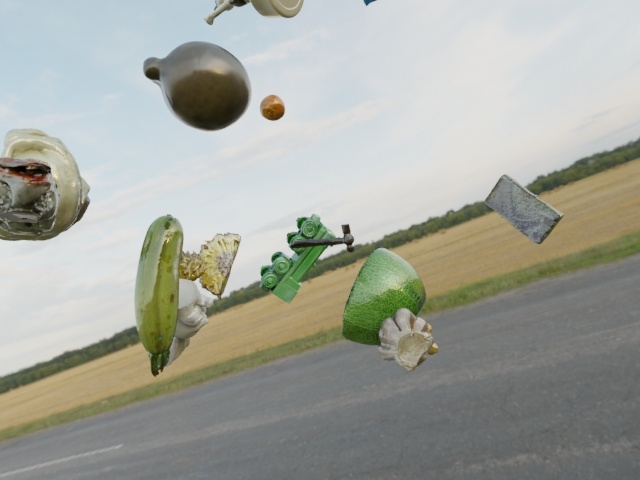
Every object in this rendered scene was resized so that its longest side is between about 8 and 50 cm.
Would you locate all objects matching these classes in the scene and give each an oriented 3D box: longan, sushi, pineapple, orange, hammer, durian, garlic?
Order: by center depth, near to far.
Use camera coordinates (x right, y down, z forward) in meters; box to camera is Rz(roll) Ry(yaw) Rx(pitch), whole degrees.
[{"bbox_3d":[-0.235,-0.296,0.875,0.204,0.159,0.184,12,-13,-32],"label":"longan"},{"bbox_3d":[-0.617,-0.086,0.949,0.124,0.130,0.332,9,-9,-26],"label":"sushi"},{"bbox_3d":[0.000,0.000,1.053,0.178,0.065,0.021,-5,5,36],"label":"hammer"},{"bbox_3d":[0.207,0.222,1.066,0.127,0.131,0.194,20,11,23],"label":"garlic"},{"bbox_3d":[-0.418,0.062,1.350,0.140,0.079,0.224,-24,28,-13],"label":"durian"},{"bbox_3d":[-0.149,-0.415,1.428,0.083,0.084,0.083,-20,-4,-2],"label":"orange"},{"bbox_3d":[-0.352,0.072,1.487,0.135,0.233,0.079,15,-20,-6],"label":"pineapple"}]

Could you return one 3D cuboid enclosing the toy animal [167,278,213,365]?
[{"bbox_3d":[-0.324,0.210,1.101,0.130,0.221,0.104,3,35,-4],"label":"toy animal"}]

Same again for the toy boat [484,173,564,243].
[{"bbox_3d":[0.325,-0.051,0.734,0.016,0.115,0.063,-14,-40,-39],"label":"toy boat"}]

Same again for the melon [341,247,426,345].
[{"bbox_3d":[0.170,0.143,1.145,0.169,0.265,0.129,21,-17,19],"label":"melon"}]

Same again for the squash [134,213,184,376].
[{"bbox_3d":[-0.339,0.111,0.947,0.094,0.342,0.094,3,-7,0],"label":"squash"}]

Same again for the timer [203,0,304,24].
[{"bbox_3d":[-0.195,-0.668,1.221,0.265,0.176,0.175,6,12,34],"label":"timer"}]

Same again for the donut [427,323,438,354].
[{"bbox_3d":[0.322,0.291,1.350,0.067,0.083,0.038,23,-15,-2],"label":"donut"}]

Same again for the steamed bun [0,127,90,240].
[{"bbox_3d":[-0.800,-0.133,1.322,0.237,0.394,0.347,9,-55,-35],"label":"steamed bun"}]

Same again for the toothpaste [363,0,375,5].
[{"bbox_3d":[0.114,-0.846,1.353,0.065,0.267,0.050,-18,28,15],"label":"toothpaste"}]

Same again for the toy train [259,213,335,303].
[{"bbox_3d":[-0.061,0.048,1.230,0.251,0.119,0.085,-51,21,5],"label":"toy train"}]
